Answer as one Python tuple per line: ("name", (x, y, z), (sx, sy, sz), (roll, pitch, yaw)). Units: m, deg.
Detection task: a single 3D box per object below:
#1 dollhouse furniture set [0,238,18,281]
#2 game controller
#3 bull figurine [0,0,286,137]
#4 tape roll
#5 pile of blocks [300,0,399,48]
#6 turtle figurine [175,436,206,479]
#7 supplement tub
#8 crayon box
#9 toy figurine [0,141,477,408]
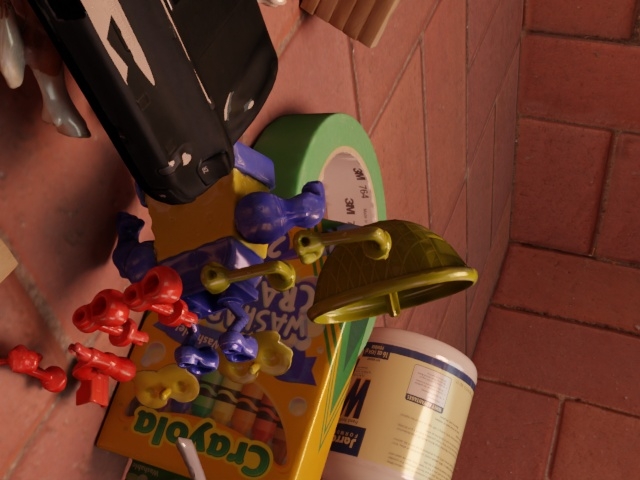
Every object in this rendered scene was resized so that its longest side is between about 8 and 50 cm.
("dollhouse furniture set", (-0.273, -0.046, 0.339), (0.242, 0.160, 0.212), (63, 38, -27))
("game controller", (-0.108, -0.171, 0.505), (0.319, 0.067, 0.167), (70, 32, -48))
("bull figurine", (-0.140, -0.171, 0.598), (0.310, 0.101, 0.189), (-6, 109, -58))
("tape roll", (0.000, 0.000, 1.053), (0.321, 0.077, 0.322), (2, 90, -67))
("pile of blocks", (0.070, -0.420, 0.977), (0.112, 0.148, 0.363), (-42, 139, -58))
("turtle figurine", (0.004, 0.307, 0.552), (0.266, 0.197, 0.275), (50, 50, -59))
("supplement tub", (0.126, 0.340, 1.447), (0.235, 0.235, 0.325), (62, 44, -61))
("crayon box", (-0.078, 0.127, 0.806), (0.083, 0.203, 0.323), (54, 51, -64))
("toy figurine", (-0.082, -0.020, 0.651), (0.191, 0.362, 0.217), (33, 43, -51))
